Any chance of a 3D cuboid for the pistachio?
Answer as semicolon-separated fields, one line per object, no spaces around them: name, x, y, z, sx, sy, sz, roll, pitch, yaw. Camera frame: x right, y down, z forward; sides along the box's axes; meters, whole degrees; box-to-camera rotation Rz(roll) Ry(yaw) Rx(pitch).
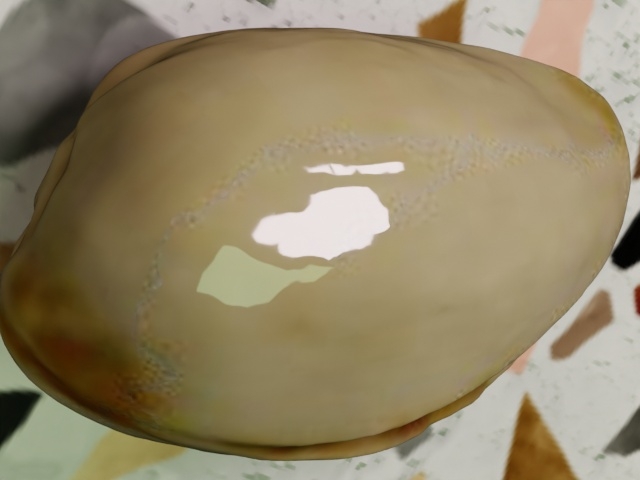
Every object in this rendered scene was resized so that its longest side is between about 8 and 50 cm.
pistachio;0.000;0.000;0.510;0.215;0.144;0.144;-8;116;-25
